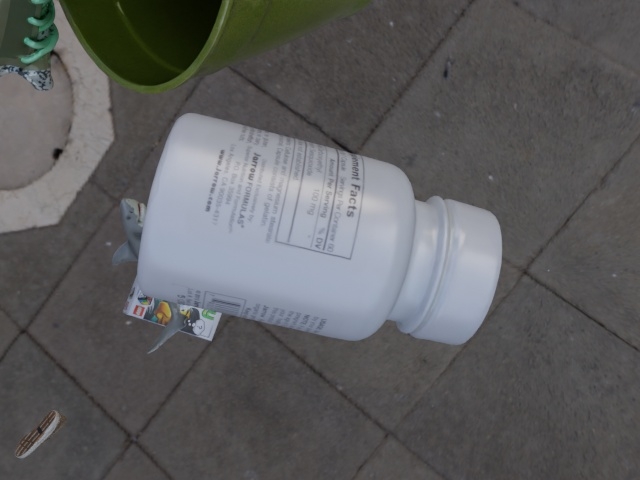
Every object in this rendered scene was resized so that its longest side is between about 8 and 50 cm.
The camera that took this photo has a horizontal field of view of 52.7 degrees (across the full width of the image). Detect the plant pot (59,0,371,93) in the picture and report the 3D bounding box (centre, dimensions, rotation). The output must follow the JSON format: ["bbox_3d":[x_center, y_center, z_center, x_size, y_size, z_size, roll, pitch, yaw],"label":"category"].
[{"bbox_3d":[-0.096,-0.392,0.808,0.367,0.353,0.366,19,119,37],"label":"plant pot"}]

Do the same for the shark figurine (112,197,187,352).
[{"bbox_3d":[-0.326,0.053,1.203,0.116,0.166,0.278,-17,101,0],"label":"shark figurine"}]

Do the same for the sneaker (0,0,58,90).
[{"bbox_3d":[-0.366,-0.272,0.765,0.411,0.182,0.158,-23,43,26],"label":"sneaker"}]

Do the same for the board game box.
[{"bbox_3d":[-0.273,0.042,1.383,0.053,0.193,0.305,4,73,61],"label":"board game box"}]

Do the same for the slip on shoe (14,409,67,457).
[{"bbox_3d":[-0.658,0.461,1.523,0.135,0.041,0.051,-49,48,-8],"label":"slip on shoe"}]

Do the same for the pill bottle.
[{"bbox_3d":[0.000,0.000,0.458,0.230,0.131,0.131,14,92,-7],"label":"pill bottle"}]
